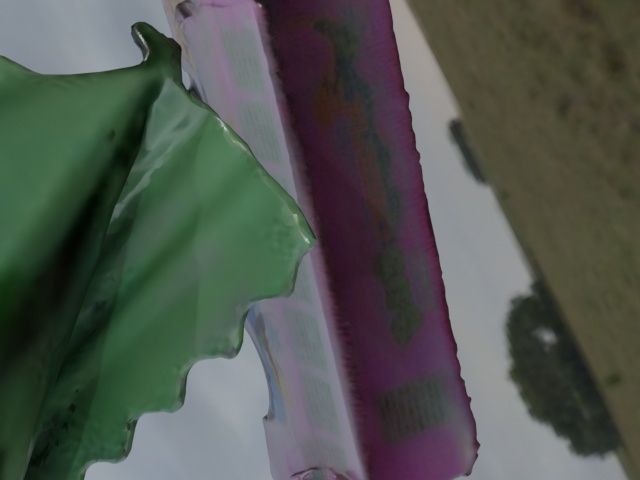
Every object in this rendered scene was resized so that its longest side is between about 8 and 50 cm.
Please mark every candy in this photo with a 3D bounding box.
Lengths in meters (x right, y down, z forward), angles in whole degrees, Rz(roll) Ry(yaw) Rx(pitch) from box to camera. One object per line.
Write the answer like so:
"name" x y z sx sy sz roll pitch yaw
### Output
"candy" -0.223 0.050 0.365 0.398 0.263 0.172 -7 -128 -51

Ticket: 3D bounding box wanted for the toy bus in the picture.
"toy bus" 0.001 0.000 0.736 0.112 0.090 0.274 23 130 61
